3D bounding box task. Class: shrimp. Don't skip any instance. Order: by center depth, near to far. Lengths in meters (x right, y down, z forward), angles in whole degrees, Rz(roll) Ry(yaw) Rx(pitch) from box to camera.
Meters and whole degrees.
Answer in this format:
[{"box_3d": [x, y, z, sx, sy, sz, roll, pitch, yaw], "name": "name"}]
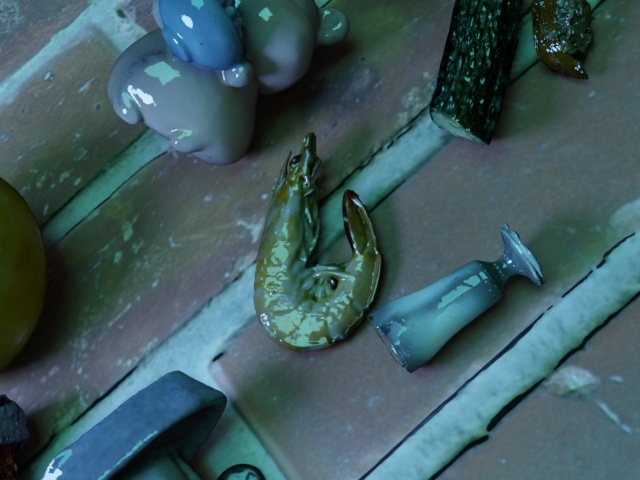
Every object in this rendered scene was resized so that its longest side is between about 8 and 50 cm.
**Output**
[{"box_3d": [-0.002, -0.001, 0.925, 0.133, 0.053, 0.235, -4, 68, 23], "name": "shrimp"}]

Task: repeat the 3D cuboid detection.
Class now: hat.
[{"box_3d": [-0.338, 0.270, 0.923, 0.227, 0.129, 0.140, 60, 139, 15], "name": "hat"}]

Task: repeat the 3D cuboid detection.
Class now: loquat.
[{"box_3d": [-0.424, 0.039, 0.984, 0.263, 0.263, 0.263, -9, 63, 19], "name": "loquat"}]

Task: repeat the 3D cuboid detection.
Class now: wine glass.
[{"box_3d": [0.125, 0.053, 0.837, 0.155, 0.072, 0.072, -34, 58, 4], "name": "wine glass"}]

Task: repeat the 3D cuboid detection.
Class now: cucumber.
[{"box_3d": [0.171, -0.213, 0.941, 0.077, 0.077, 0.265, 7, 69, 25], "name": "cucumber"}]

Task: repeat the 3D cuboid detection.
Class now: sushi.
[{"box_3d": [0.250, -0.220, 0.925, 0.055, 0.052, 0.120, -11, 59, 35], "name": "sushi"}]

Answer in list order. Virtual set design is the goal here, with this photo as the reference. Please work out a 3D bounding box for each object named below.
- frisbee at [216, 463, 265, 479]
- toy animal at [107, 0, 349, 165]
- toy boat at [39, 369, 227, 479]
[{"box_3d": [-0.084, 0.334, 0.825, 0.187, 0.012, 0.211, -41, 58, 1], "name": "frisbee"}, {"box_3d": [-0.113, -0.201, 0.997, 0.210, 0.229, 0.221, 33, 124, 4], "name": "toy animal"}, {"box_3d": [-0.159, 0.292, 0.809, 0.276, 0.111, 0.293, -33, 61, 5], "name": "toy boat"}]
